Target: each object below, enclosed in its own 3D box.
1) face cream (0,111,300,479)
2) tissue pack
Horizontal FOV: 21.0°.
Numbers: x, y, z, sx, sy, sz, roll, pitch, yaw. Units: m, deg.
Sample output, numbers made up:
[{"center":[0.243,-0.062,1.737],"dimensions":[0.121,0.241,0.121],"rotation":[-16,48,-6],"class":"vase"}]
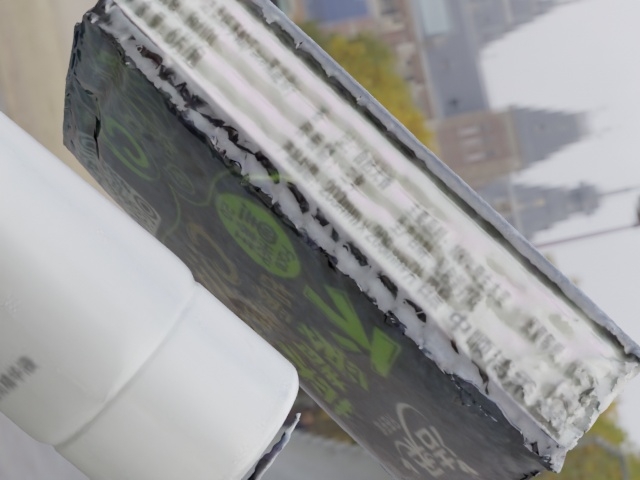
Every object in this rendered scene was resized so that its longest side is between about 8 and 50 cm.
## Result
[{"center":[-0.108,-0.021,0.424],"dimensions":[0.244,0.058,0.092],"rotation":[41,-33,-10],"class":"face cream"},{"center":[0.000,0.000,0.678],"dimensions":[0.235,0.073,0.173],"rotation":[43,-17,2],"class":"tissue pack"}]
